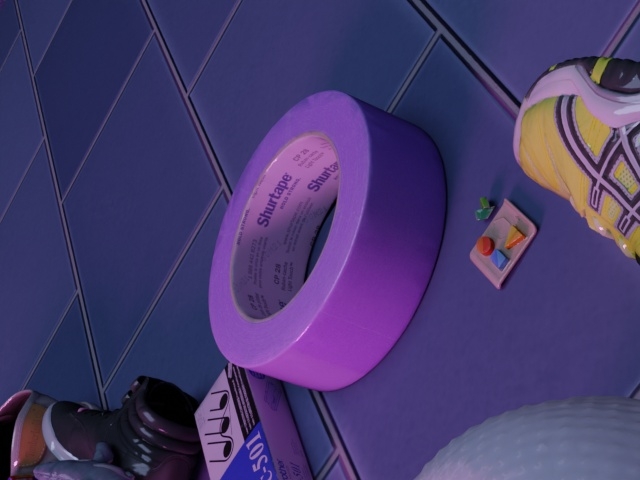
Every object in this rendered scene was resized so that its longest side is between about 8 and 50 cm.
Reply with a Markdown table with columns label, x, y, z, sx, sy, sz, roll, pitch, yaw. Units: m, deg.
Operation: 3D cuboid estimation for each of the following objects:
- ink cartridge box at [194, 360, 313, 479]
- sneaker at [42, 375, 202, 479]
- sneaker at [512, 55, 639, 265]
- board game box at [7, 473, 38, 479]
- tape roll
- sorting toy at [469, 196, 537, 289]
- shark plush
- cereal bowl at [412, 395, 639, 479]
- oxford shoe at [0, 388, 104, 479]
| label | x | y | z | sx | sy | sz | roll | pitch | yaw |
| --- | --- | --- | --- | --- | --- | --- | --- | --- | --- |
| ink cartridge box | -0.065 | 0.206 | 1.264 | 0.097 | 0.046 | 0.207 | -57 | 30 | 22 |
| sneaker | -0.213 | 0.208 | 1.467 | 0.296 | 0.105 | 0.147 | 30 | 96 | 54 |
| sneaker | 0.228 | -0.016 | 0.801 | 0.385 | 0.145 | 0.147 | 25 | 93 | 63 |
| board game box | -0.338 | 0.395 | 1.538 | 0.193 | 0.045 | 0.146 | 50 | 118 | 31 |
| tape roll | 0.000 | 0.000 | 1.246 | 0.275 | 0.090 | 0.274 | -38 | 41 | 42 |
| sorting toy | 0.142 | -0.004 | 1.079 | 0.062 | 0.012 | 0.083 | -61 | 29 | 15 |
| shark plush | -0.227 | 0.259 | 1.328 | 0.161 | 0.067 | 0.073 | 27 | 99 | 50 |
| cereal bowl | 0.118 | 0.255 | 0.702 | 0.339 | 0.141 | 0.339 | 13 | 104 | 63 |
| oxford shoe | -0.424 | 0.293 | 1.750 | 0.449 | 0.130 | 0.169 | -28 | 49 | 52 |
